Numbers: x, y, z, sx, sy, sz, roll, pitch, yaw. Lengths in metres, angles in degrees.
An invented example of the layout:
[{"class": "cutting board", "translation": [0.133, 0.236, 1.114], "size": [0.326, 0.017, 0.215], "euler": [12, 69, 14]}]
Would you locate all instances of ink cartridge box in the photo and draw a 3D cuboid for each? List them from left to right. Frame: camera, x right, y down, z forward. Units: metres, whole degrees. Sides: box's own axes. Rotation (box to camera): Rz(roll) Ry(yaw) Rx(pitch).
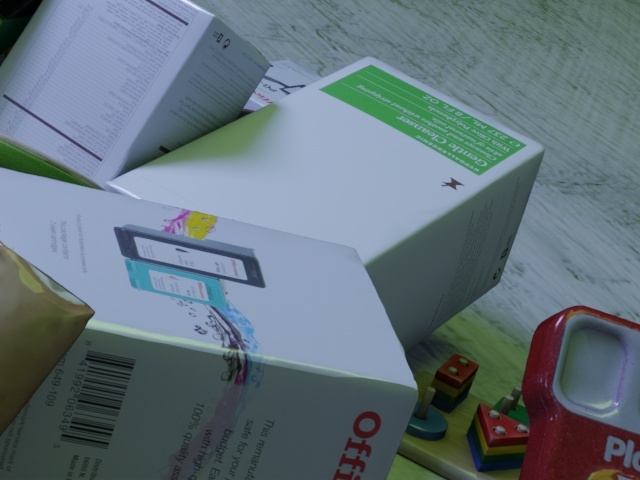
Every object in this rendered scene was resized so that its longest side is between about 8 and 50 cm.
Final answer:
[{"class": "ink cartridge box", "translation": [-0.110, 0.102, 1.086], "size": [0.270, 0.198, 0.197], "euler": [13, 22, -17]}, {"class": "ink cartridge box", "translation": [-0.044, -0.123, 1.689], "size": [0.109, 0.063, 0.150], "euler": [31, 24, 27]}]

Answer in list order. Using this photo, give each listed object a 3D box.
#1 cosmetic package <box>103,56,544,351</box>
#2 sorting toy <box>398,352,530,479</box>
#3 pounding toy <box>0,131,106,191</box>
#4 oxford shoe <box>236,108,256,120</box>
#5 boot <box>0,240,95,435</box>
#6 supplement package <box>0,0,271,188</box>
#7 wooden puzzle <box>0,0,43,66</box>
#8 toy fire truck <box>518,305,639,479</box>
[{"class": "cosmetic package", "translation": [0.000, 0.000, 1.398], "size": [0.197, 0.155, 0.365], "euler": [29, 33, 21]}, {"class": "sorting toy", "translation": [0.128, 0.146, 1.384], "size": [0.274, 0.046, 0.132], "euler": [27, 23, 16]}, {"class": "pounding toy", "translation": [-0.264, -0.027, 1.179], "size": [0.237, 0.110, 0.183], "euler": [30, -10, -41]}, {"class": "oxford shoe", "translation": [-0.109, -0.090, 1.554], "size": [0.212, 0.076, 0.076], "euler": [6, 14, -31]}, {"class": "boot", "translation": [-0.200, 0.132, 0.842], "size": [0.236, 0.269, 0.089], "euler": [31, -10, 28]}, {"class": "supplement package", "translation": [-0.175, -0.084, 1.361], "size": [0.139, 0.244, 0.134], "euler": [34, 1, 20]}, {"class": "wooden puzzle", "translation": [-0.278, -0.135, 1.389], "size": [0.221, 0.239, 0.044], "euler": [-42, 86, -20]}, {"class": "toy fire truck", "translation": [0.251, 0.192, 1.043], "size": [0.302, 0.254, 0.169], "euler": [17, -17, -7]}]
